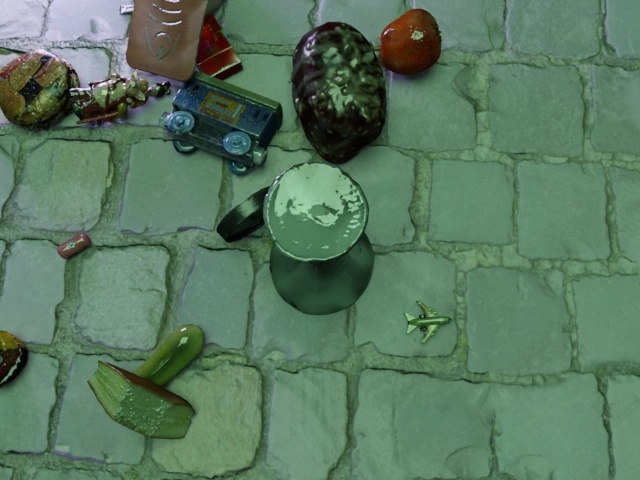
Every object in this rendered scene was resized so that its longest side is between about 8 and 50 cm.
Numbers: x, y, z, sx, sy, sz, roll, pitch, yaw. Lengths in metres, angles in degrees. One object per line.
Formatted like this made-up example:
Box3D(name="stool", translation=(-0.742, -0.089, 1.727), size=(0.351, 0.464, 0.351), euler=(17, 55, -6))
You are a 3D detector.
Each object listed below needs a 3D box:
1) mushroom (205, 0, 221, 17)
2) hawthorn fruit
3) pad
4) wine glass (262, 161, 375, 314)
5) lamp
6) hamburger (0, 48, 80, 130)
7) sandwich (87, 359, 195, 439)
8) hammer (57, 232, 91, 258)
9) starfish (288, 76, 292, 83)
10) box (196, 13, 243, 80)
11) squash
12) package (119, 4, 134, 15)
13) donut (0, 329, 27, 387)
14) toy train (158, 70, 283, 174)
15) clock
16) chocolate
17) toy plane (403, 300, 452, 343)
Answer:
Box3D(name="mushroom", translation=(-0.351, -0.754, 1.770), size=(0.162, 0.173, 0.236), euler=(-33, 70, -11))
Box3D(name="hawthorn fruit", translation=(0.172, -0.506, 1.691), size=(0.286, 0.165, 0.165), euler=(-3, 74, 12))
Box3D(name="pad", translation=(-0.395, -0.565, 1.666), size=(0.287, 0.018, 0.283), euler=(23, 105, 36))
Box3D(name="wine glass", translation=(0.000, 0.000, 1.416), size=(0.267, 0.406, 0.267), euler=(0, 74, 1))
Box3D(name="lamp", translation=(-0.525, -0.381, 1.707), size=(0.253, 0.118, 0.118), euler=(-13, 74, 0))
Box3D(name="hamburger", translation=(-0.760, -0.409, 1.735), size=(0.231, 0.107, 0.230), euler=(-1, 81, 5))
Box3D(name="sandwich", translation=(-0.397, 0.363, 1.445), size=(0.258, 0.096, 0.094), euler=(31, 88, -15))
Box3D(name="hammer", translation=(-0.620, 0.014, 1.634), size=(0.083, 0.043, 0.043), euler=(-30, 74, -7))
Box3D(name="starfish", translation=(0.022, -0.389, 1.708), size=(0.217, 0.050, 0.223), euler=(4, 86, -2))
Box3D(name="box", translation=(-0.298, -0.516, 1.764), size=(0.112, 0.048, 0.175), euler=(-29, 74, -5))
Box3D(name="squash", translation=(-0.374, 0.291, 1.522), size=(0.250, 0.083, 0.083), euler=(-41, 76, -5))
Box3D(name="package", translation=(-0.515, -0.652, 1.834), size=(0.110, 0.015, 0.037), euler=(-3, 68, 1))
Box3D(name="donut", translation=(-0.770, 0.288, 1.555), size=(0.141, 0.059, 0.140), euler=(-1, 75, 4))
Box3D(name="toy train", translation=(-0.253, -0.300, 1.665), size=(0.300, 0.131, 0.202), euler=(22, 69, 9))
Box3D(name="clock", translation=(-0.164, -0.061, 1.557), size=(0.184, 0.184, 0.040), euler=(-37, 82, -7))
Box3D(name="chocolate", translation=(0.053, -0.379, 1.588), size=(0.225, 0.210, 0.340), euler=(-10, 83, -10))
Box3D(name="toy plane", translation=(0.254, 0.191, 1.531), size=(0.111, 0.040, 0.102), euler=(-3, 75, 2))
